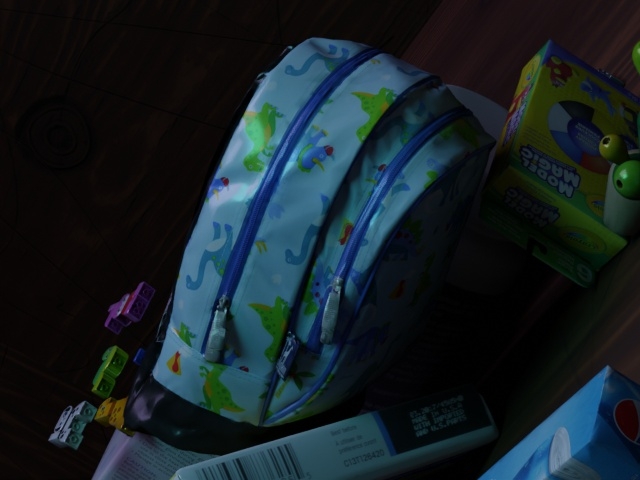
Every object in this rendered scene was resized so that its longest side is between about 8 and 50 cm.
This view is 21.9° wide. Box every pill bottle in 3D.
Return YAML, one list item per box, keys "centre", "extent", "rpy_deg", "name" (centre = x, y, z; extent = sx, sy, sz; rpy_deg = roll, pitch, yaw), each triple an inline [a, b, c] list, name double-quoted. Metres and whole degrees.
- centre: [0.080, 0.032, 1.690]
  extent: [0.361, 0.204, 0.204]
  rpy_deg: [-54, 9, 28]
  name: "pill bottle"

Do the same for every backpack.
- centre: [0.000, 0.000, 1.445]
  extent: [0.290, 0.273, 0.356]
  rpy_deg: [-17, -62, -59]
  name: "backpack"

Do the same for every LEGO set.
- centre: [-0.250, 0.174, 2.002]
  extent: [0.093, 0.087, 0.227]
  rpy_deg: [-22, 36, 51]
  name: "LEGO set"

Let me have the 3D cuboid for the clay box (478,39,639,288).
- centre: [0.221, -0.069, 1.467]
  extent: [0.053, 0.127, 0.222]
  rpy_deg: [-50, 12, 43]
  name: "clay box"

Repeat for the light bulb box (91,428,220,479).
- centre: [-0.091, 0.177, 2.136]
  extent: [0.361, 0.225, 0.358]
  rpy_deg: [-53, 10, 41]
  name: "light bulb box"

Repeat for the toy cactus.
- centre: [0.279, -0.078, 1.341]
  extent: [0.219, 0.112, 0.180]
  rpy_deg: [-70, -5, -46]
  name: "toy cactus"

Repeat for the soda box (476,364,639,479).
- centre: [0.160, 0.177, 1.137]
  extent: [0.210, 0.067, 0.071]
  rpy_deg: [-52, 10, 45]
  name: "soda box"

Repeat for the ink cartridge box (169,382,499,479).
- centre: [-0.037, 0.242, 1.485]
  extent: [0.303, 0.072, 0.307]
  rpy_deg: [-14, -18, -32]
  name: "ink cartridge box"

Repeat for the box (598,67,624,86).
- centre: [0.284, -0.139, 1.744]
  extent: [0.083, 0.018, 0.067]
  rpy_deg: [-57, 8, 9]
  name: "box"
